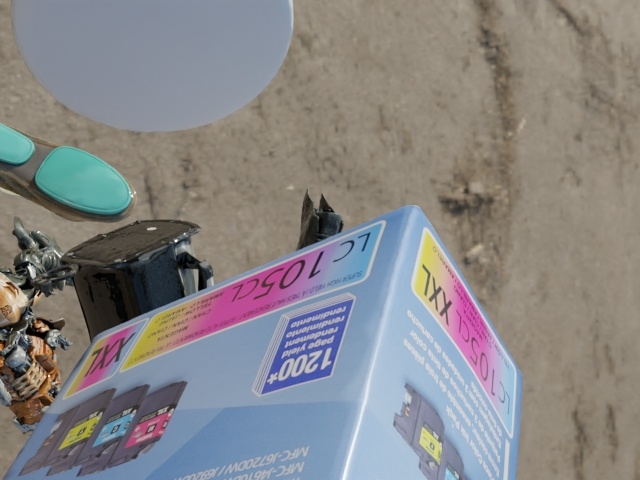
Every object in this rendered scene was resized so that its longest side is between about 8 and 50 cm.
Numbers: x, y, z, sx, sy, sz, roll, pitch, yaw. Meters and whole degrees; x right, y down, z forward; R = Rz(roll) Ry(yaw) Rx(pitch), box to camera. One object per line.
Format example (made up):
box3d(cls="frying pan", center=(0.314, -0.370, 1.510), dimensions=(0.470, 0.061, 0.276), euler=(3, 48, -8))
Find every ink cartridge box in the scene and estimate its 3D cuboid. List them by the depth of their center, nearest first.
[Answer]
box3d(cls="ink cartridge box", center=(-0.059, 0.186, 0.439), dimensions=(0.151, 0.270, 0.395), euler=(53, 31, -24))

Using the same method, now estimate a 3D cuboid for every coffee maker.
box3d(cls="coffee maker", center=(-0.184, 0.086, 0.903), dimensions=(0.171, 0.120, 0.178), euler=(-19, 111, -27))

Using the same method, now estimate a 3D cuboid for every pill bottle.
box3d(cls="pill bottle", center=(-0.127, -0.261, 0.679), dimensions=(0.204, 0.204, 0.361), euler=(45, 25, -46))

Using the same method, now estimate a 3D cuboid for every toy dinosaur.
box3d(cls="toy dinosaur", center=(-0.382, 0.077, 1.114), dimensions=(0.218, 0.164, 0.322), euler=(-98, -173, -67))

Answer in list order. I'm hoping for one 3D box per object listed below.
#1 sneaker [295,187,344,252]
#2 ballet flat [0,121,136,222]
box3d(cls="sneaker", center=(0.002, 0.001, 1.244), dimensions=(0.051, 0.170, 0.089), euler=(13, 109, -21))
box3d(cls="ballet flat", center=(-0.448, -0.097, 1.473), dimensions=(0.124, 0.342, 0.116), euler=(108, 4, -55))
